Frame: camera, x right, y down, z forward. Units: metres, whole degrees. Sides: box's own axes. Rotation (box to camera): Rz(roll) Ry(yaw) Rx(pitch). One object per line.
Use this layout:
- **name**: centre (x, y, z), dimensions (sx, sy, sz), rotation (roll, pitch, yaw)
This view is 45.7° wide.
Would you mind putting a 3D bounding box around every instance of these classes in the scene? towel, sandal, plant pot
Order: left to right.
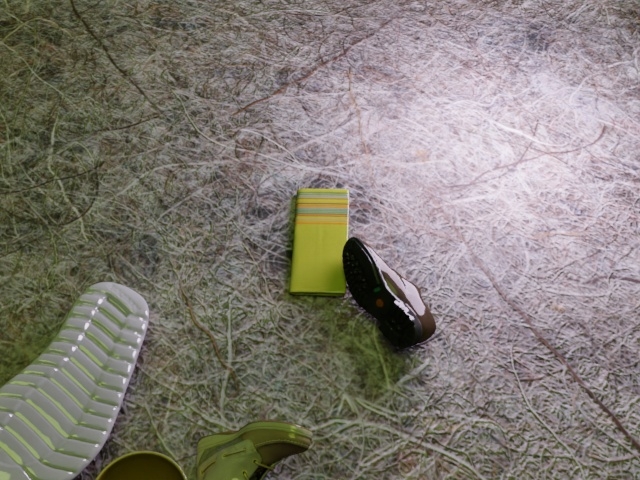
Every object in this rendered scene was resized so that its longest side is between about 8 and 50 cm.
- **sandal**: centre (-0.377, 0.236, 1.149), dimensions (0.169, 0.102, 0.416), rotation (28, 42, -1)
- **plant pot**: centre (-0.244, 0.373, 1.049), dimensions (0.134, 0.095, 0.134), rotation (2, 54, -2)
- **towel**: centre (0.000, 0.000, 1.393), dimensions (0.102, 0.021, 0.237), rotation (1, 54, 3)

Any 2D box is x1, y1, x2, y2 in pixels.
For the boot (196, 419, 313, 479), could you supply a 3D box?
- **boot**: centre (-0.101, 0.341, 1.042), dimensions (0.213, 0.077, 0.165), rotation (-23, 46, 35)

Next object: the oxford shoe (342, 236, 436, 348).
- **oxford shoe**: centre (0.115, 0.086, 1.305), dimensions (0.096, 0.083, 0.227), rotation (-7, 54, -43)
